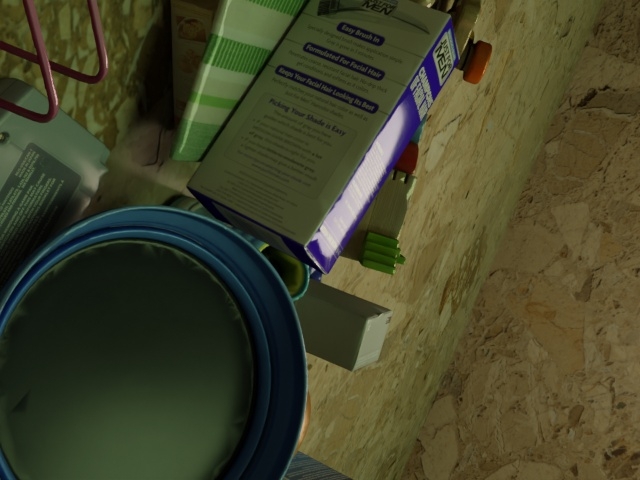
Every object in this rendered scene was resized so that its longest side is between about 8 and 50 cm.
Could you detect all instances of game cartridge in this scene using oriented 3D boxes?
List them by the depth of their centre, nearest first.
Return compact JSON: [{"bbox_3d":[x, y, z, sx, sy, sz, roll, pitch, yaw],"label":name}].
[{"bbox_3d":[-0.343,-0.009,0.890,0.294,0.060,0.196,-62,160,-10],"label":"game cartridge"}]

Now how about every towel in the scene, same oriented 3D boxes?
[{"bbox_3d":[-0.069,-0.253,1.094,0.248,0.038,0.325,-7,120,-62],"label":"towel"}]

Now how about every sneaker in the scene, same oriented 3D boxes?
[{"bbox_3d":[-0.087,0.046,1.287,0.127,0.208,0.319,-67,157,-2],"label":"sneaker"}]

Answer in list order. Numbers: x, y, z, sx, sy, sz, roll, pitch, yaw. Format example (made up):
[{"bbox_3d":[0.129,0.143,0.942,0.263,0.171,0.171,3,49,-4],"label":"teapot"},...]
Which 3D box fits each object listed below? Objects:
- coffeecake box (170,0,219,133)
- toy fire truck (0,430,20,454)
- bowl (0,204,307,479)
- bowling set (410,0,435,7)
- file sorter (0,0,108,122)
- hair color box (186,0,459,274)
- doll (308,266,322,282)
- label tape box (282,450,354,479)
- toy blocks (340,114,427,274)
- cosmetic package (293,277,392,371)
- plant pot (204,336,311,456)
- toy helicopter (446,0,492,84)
[{"bbox_3d":[-0.122,-0.236,1.125,0.142,0.068,0.185,-42,147,-45],"label":"coffeecake box"},{"bbox_3d":[-0.341,0.277,1.030,0.246,0.158,0.217,-2,112,-67],"label":"toy fire truck"},{"bbox_3d":[-0.190,0.157,0.960,0.391,0.077,0.391,5,83,-38],"label":"bowl"},{"bbox_3d":[0.172,-0.521,1.379,0.287,0.154,0.200,-63,157,-8],"label":"bowling set"},{"bbox_3d":[-0.323,-0.148,0.637,0.291,0.182,0.202,-47,150,-37],"label":"file sorter"},{"bbox_3d":[0.009,-0.149,1.081,0.339,0.185,0.110,-58,155,-10],"label":"hair color box"},{"bbox_3d":[0.000,0.000,1.633,0.129,0.046,0.189,6,100,-56],"label":"doll"},{"bbox_3d":[-0.001,0.535,1.747,0.115,0.347,0.249,-66,157,0],"label":"label tape box"},{"bbox_3d":[0.083,-0.109,1.391,0.381,0.190,0.261,-113,-140,-82],"label":"toy blocks"},{"bbox_3d":[-0.011,0.129,1.488,0.127,0.238,0.107,-4,115,-64],"label":"cosmetic package"},{"bbox_3d":[-0.177,0.190,1.175,0.291,0.291,0.203,-49,135,-35],"label":"plant pot"},{"bbox_3d":[0.301,-0.498,1.686,0.235,0.140,0.355,-73,-178,-52],"label":"toy helicopter"}]
